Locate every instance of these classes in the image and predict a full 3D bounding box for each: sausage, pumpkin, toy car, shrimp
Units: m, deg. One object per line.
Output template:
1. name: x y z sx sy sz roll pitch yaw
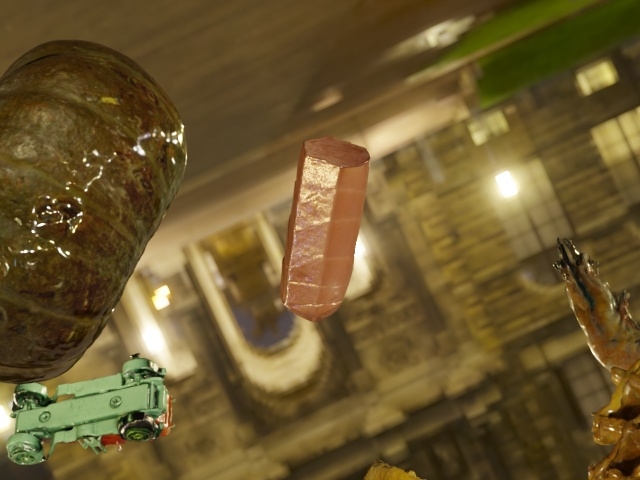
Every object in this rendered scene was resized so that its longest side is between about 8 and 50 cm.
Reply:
1. sausage: 0.000 0.000 1.343 0.065 0.169 0.065 7 -154 -4
2. pumpkin: -0.180 -0.023 0.976 0.219 0.162 0.219 -156 -90 -84
3. toy car: -0.196 0.148 1.344 0.143 0.073 0.054 -14 142 13
4. shrimp: 0.355 0.054 1.856 0.152 0.219 0.046 -43 140 18

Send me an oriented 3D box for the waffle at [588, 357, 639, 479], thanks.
1. waffle: 0.338 0.126 1.285 0.293 0.069 0.259 -37 -154 28

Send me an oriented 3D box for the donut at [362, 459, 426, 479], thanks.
1. donut: 0.140 0.332 1.552 0.101 0.259 0.152 85 30 -79
